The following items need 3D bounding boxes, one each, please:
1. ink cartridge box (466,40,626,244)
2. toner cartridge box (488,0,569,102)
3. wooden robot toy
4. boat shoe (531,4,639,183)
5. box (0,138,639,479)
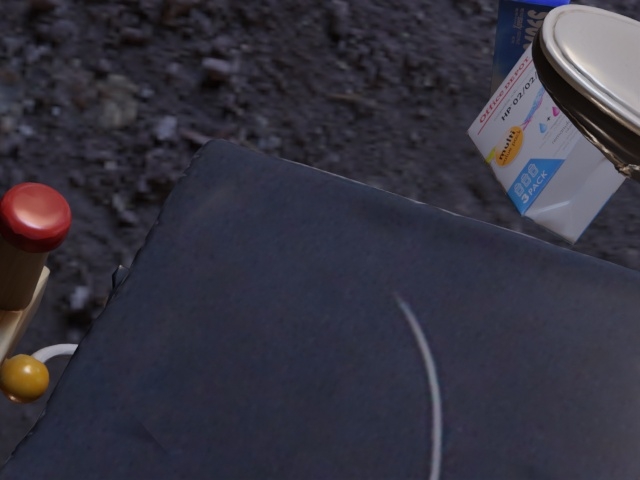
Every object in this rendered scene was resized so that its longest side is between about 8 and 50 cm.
[{"bbox_3d":[0.184,-0.091,1.330,0.104,0.061,0.181,-54,28,18],"label":"ink cartridge box"},{"bbox_3d":[0.243,-0.272,1.834,0.075,0.348,0.165,12,76,7],"label":"toner cartridge box"},{"bbox_3d":[-0.120,0.022,0.474,0.173,0.079,0.076,23,144,-2],"label":"wooden robot toy"},{"bbox_3d":[0.270,-0.043,1.088,0.095,0.335,0.112,-51,21,45],"label":"boat shoe"},{"bbox_3d":[0.096,0.298,0.306,0.479,0.472,0.297,18,145,16],"label":"box"}]
